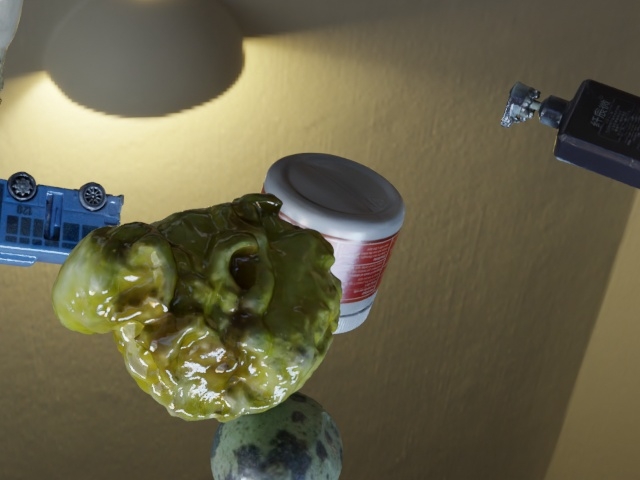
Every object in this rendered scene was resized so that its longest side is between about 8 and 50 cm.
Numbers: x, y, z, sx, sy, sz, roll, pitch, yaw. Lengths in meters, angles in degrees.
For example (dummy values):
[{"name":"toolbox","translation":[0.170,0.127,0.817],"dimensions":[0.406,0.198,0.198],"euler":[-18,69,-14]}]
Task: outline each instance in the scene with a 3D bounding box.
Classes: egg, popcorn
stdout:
[{"name":"egg","translation":[-0.047,0.228,1.239],"dimensions":[0.141,0.141,0.181],"euler":[8,-174,3]},{"name":"popcorn","translation":[-0.100,0.073,1.159],"dimensions":[0.286,0.173,0.225],"euler":[-12,-124,-47]}]

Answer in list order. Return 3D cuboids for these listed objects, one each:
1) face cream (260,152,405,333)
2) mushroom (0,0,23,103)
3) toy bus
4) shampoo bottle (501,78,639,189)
[{"name":"face cream","translation":[0.000,0.000,1.652],"dimensions":[0.201,0.187,0.201],"euler":[14,-150,-8]},{"name":"mushroom","translation":[-0.221,-0.176,0.741],"dimensions":[0.084,0.209,0.071],"euler":[22,-156,-3]},{"name":"toy bus","translation":[-0.427,-0.026,1.774],"dimensions":[0.234,0.116,0.133],"euler":[8,-100,-30]},{"name":"shampoo bottle","translation":[0.364,-0.116,1.364],"dimensions":[0.310,0.071,0.098],"euler":[23,-113,13]}]
